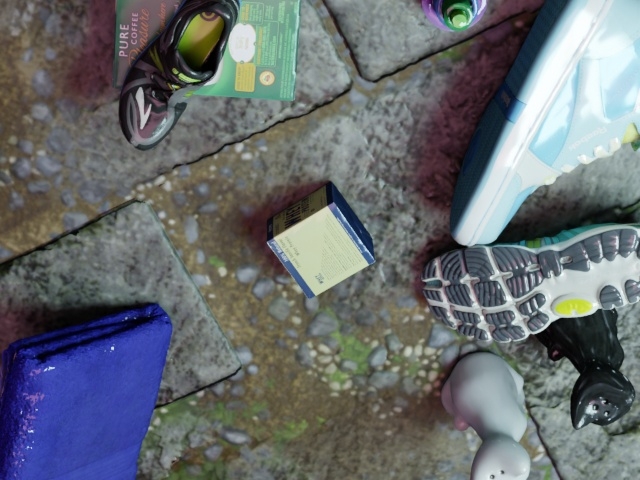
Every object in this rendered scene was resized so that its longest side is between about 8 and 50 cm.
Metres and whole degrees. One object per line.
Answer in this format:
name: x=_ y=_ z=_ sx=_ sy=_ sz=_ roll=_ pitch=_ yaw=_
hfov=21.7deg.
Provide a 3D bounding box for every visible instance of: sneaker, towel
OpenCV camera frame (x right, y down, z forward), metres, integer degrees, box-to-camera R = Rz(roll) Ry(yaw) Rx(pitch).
sneaker: x=0.241 y=0.037 z=1.748 sx=0.275 sy=0.110 sz=0.107 roll=-9 pitch=101 yaw=22
sneaker: x=0.274 y=-0.101 z=1.671 sx=0.208 sy=0.127 sz=0.319 roll=23 pitch=114 yaw=-10
towel: x=-0.275 y=0.221 z=1.785 sx=0.076 sy=0.227 sz=0.308 roll=30 pitch=116 yaw=27
sneaker: x=-0.140 y=-0.166 z=1.609 sx=0.067 sy=0.078 sz=0.188 roll=30 pitch=112 yaw=-14

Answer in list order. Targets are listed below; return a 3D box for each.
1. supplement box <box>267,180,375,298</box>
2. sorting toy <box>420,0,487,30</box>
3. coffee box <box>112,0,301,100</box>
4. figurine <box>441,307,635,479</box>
supplement box: x=0.000 y=0.000 z=1.750 sx=0.083 sy=0.056 sz=0.083 roll=-31 pitch=112 yaw=13
sorting toy: x=0.075 y=-0.349 z=1.547 sx=0.127 sy=0.126 sz=0.365 roll=-20 pitch=114 yaw=8
coffee box: x=-0.113 y=-0.202 z=1.660 sx=0.184 sy=0.040 sz=0.113 roll=3 pitch=116 yaw=-3
figurine: x=0.230 y=0.167 z=1.750 sx=0.215 sy=0.209 sz=0.092 roll=-38 pitch=110 yaw=16
